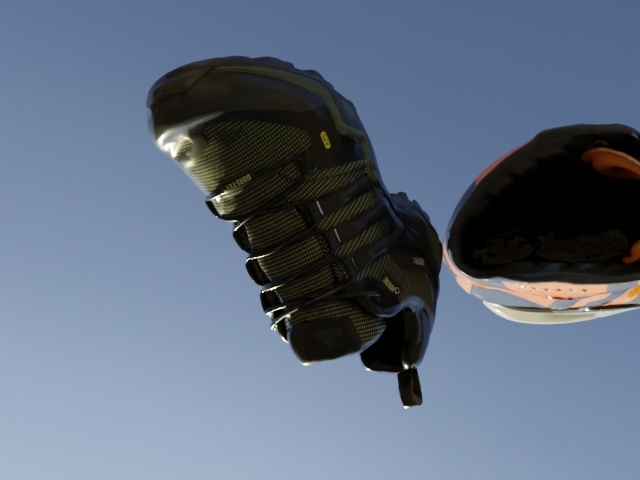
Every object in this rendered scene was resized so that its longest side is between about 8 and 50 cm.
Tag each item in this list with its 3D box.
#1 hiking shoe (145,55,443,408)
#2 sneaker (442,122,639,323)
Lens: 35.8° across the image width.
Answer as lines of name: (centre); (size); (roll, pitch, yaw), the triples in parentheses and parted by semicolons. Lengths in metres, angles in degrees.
hiking shoe: (0.000, 0.000, 0.504); (0.086, 0.114, 0.227); (-26, -44, 27)
sneaker: (0.226, -0.011, 0.565); (0.321, 0.180, 0.125); (-14, -101, 14)
